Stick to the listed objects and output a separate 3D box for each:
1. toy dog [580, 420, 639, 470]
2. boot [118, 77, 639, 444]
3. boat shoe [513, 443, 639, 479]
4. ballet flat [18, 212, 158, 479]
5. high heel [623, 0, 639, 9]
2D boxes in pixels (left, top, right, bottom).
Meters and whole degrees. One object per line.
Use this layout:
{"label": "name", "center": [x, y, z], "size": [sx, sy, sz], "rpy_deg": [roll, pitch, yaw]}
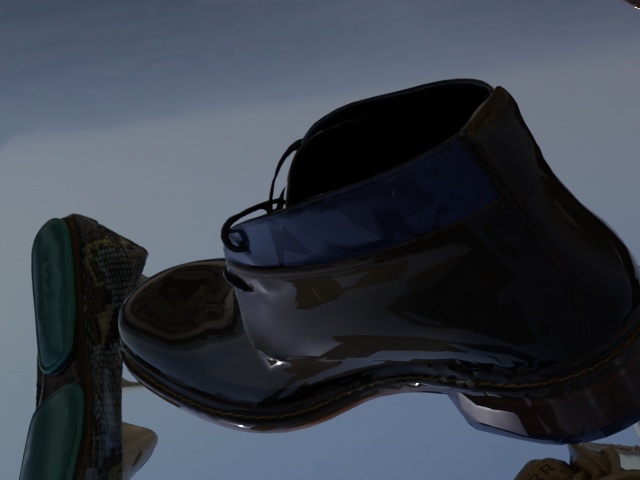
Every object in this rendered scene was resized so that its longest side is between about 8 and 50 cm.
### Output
{"label": "toy dog", "center": [0.227, 0.160, 0.875], "size": [0.220, 0.333, 0.161], "rpy_deg": [10, -148, 9]}
{"label": "boot", "center": [0.000, 0.000, 0.562], "size": [0.219, 0.106, 0.082], "rpy_deg": [-2, -138, 40]}
{"label": "boat shoe", "center": [0.106, 0.141, 0.757], "size": [0.109, 0.098, 0.302], "rpy_deg": [-29, -171, -38]}
{"label": "ballet flat", "center": [-0.106, 0.075, 0.866], "size": [0.070, 0.188, 0.070], "rpy_deg": [0, 155, 0]}
{"label": "high heel", "center": [0.345, -0.176, 0.944], "size": [0.377, 0.181, 0.127], "rpy_deg": [8, -154, -19]}
